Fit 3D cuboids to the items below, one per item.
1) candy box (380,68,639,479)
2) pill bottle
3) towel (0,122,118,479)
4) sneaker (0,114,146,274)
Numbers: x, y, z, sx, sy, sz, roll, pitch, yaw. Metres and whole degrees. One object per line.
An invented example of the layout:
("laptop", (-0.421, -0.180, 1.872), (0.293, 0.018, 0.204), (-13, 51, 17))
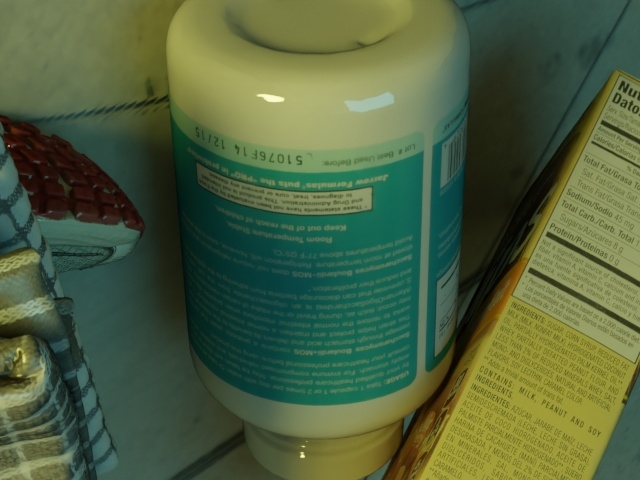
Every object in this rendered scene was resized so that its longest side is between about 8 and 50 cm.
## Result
("candy box", (0.116, 0.078, 0.850), (0.316, 0.087, 0.183), (-61, 178, -28))
("pill bottle", (0.000, 0.000, 0.772), (0.146, 0.146, 0.264), (-25, 131, -31))
("towel", (-0.218, 0.100, 0.569), (0.283, 0.121, 0.235), (-17, 141, -12))
("sneaker", (-0.184, 0.001, 0.654), (0.225, 0.088, 0.093), (-6, 128, -33))
